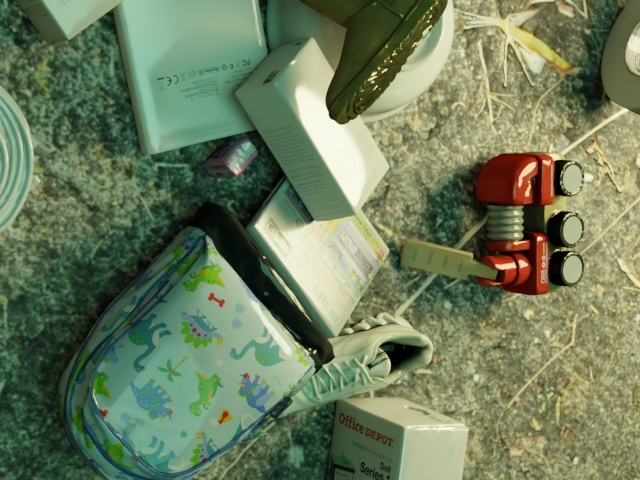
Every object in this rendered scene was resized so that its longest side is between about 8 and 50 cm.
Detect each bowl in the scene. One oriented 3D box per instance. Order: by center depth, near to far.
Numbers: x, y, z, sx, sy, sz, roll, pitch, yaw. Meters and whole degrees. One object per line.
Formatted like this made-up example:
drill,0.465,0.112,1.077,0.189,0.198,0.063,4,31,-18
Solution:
bowl,0.083,-0.312,1.880,0.298,0.134,0.297,-3,97,-28

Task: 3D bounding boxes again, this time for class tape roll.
tape roll,0.545,-0.299,2.081,0.072,0.219,0.219,19,87,-29

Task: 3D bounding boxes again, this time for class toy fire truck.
toy fire truck,0.262,-0.022,2.020,0.246,0.158,0.217,-7,100,-38

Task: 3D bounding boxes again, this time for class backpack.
backpack,-0.181,0.168,1.746,0.355,0.273,0.290,-37,104,-5

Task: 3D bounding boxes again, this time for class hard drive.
hard drive,-0.176,-0.288,1.796,0.203,0.040,0.307,-16,103,-26

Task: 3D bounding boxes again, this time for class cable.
cable,-0.482,-0.099,1.626,0.257,0.089,0.257,-48,115,-15

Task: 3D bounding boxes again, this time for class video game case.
video game case,0.000,0.000,1.893,0.212,0.023,0.193,54,46,-22

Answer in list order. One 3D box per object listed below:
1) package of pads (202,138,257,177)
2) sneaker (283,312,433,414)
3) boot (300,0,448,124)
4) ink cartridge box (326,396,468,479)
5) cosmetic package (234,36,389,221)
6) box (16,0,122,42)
package of pads,-0.124,-0.112,1.821,0.050,0.083,0.032,-47,110,-19
sneaker,0.030,0.183,1.922,0.292,0.118,0.110,-19,107,-24
boot,0.000,-0.311,1.759,0.269,0.089,0.236,37,78,15
ink cartridge box,0.100,0.382,1.933,0.117,0.201,0.278,6,93,-29
cosmetic package,-0.009,-0.151,1.832,0.231,0.085,0.117,57,46,-23
box,-0.320,-0.314,1.680,0.101,0.102,0.087,-41,111,-19
